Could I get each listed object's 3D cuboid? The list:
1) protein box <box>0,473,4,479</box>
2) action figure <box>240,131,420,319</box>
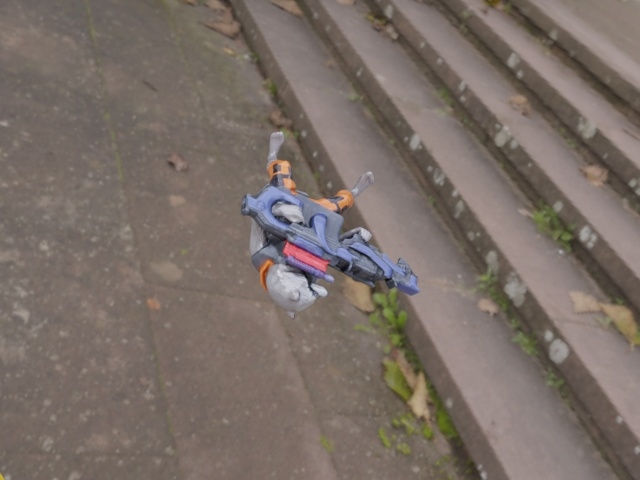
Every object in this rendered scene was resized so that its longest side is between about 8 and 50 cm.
[{"bbox_3d":[-0.266,0.242,0.452,0.200,0.201,0.136,41,12,30],"label":"protein box"},{"bbox_3d":[0.000,0.000,1.359,0.341,0.178,0.330,33,45,-17],"label":"action figure"}]
